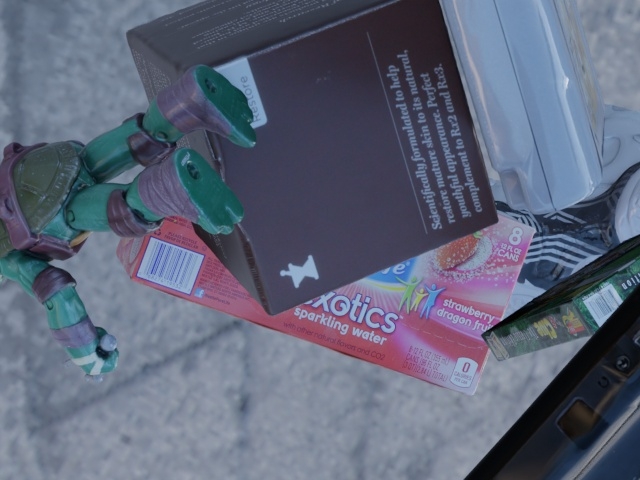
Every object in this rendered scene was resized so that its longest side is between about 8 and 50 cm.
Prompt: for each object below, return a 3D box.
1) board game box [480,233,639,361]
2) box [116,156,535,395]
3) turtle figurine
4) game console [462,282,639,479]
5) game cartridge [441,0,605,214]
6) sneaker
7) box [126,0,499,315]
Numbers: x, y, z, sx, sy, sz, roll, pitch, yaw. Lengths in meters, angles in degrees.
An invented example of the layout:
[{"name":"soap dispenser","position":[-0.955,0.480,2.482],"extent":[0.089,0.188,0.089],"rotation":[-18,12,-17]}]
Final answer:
[{"name":"board game box","position":[0.192,0.027,1.062],"extent":[0.136,0.030,0.260],"rotation":[-29,177,-9]},{"name":"box","position":[0.000,0.000,1.328],"extent":[0.300,0.142,0.154],"rotation":[19,94,-14]},{"name":"turtle figurine","position":[-0.147,-0.008,0.959],"extent":[0.118,0.234,0.175],"rotation":[27,45,-44]},{"name":"game console","position":[0.044,0.123,0.546],"extent":[0.361,0.044,0.213],"rotation":[-50,160,18]},{"name":"game cartridge","position":[0.109,-0.139,0.905],"extent":[0.297,0.062,0.198],"rotation":[-55,132,-73]},{"name":"sneaker","position":[0.210,-0.021,1.560],"extent":[0.210,0.366,0.137],"rotation":[-99,174,-63]},{"name":"box","position":[-0.011,-0.079,1.084],"extent":[0.167,0.203,0.168],"rotation":[-22,111,-11]}]
